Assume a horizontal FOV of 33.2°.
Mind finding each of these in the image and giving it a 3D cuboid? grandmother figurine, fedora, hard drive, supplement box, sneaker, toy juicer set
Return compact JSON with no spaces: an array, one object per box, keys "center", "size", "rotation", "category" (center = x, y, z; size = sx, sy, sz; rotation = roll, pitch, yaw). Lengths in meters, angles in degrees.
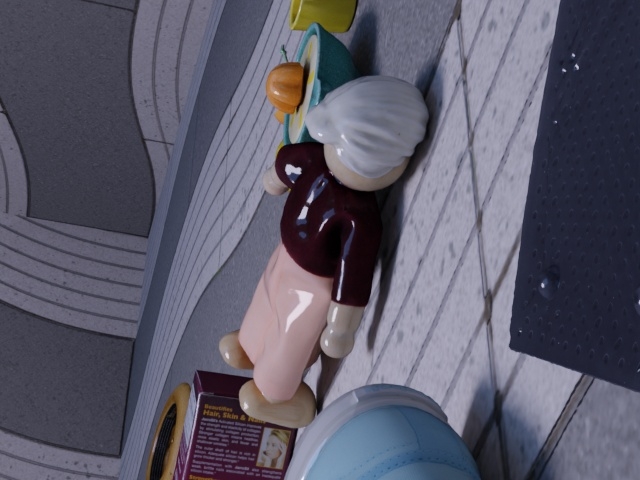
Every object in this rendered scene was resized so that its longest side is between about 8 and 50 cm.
[{"center":[0.000,0.000,0.915],"size":[0.208,0.104,0.342],"rotation":[56,139,32],"category":"grandmother figurine"},{"center":[-0.189,0.299,1.522],"size":[0.194,0.079,0.194],"rotation":[-164,90,-74],"category":"fedora"},{"center":[0.143,-0.069,0.420],"size":[0.172,0.054,0.254],"rotation":[-172,92,-77],"category":"hard drive"},{"center":[-0.094,0.238,1.099],"size":[0.081,0.104,0.188],"rotation":[-135,57,-75],"category":"supplement box"},{"center":[0.005,0.268,0.588],"size":[0.150,0.135,0.365],"rotation":[-140,60,-79],"category":"sneaker"},{"center":[-0.020,-0.119,1.086],"size":[0.329,0.090,0.209],"rotation":[-96,21,-49],"category":"toy juicer set"}]
